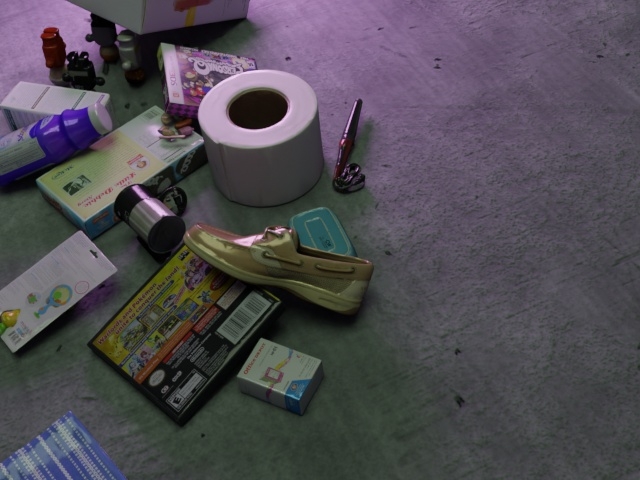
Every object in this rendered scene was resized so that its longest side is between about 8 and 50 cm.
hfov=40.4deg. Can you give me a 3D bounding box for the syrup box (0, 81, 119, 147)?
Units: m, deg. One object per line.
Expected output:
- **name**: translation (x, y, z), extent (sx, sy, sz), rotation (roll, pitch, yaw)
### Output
- **syrup box**: translation (-0.586, -0.281, 1.964), extent (0.237, 0.093, 0.096), rotation (11, 51, 15)

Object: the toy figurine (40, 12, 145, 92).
- **toy figurine**: translation (-0.533, -0.426, 2.060), extent (0.210, 0.148, 0.213), rotation (-32, 51, -28)

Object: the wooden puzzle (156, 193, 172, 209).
- **wooden puzzle**: translation (-0.340, -0.065, 1.806), extent (0.049, 0.006, 0.083), rotation (31, 59, 29)

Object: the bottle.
- **bottle**: translation (-0.582, -0.210, 1.852), extent (0.283, 0.092, 0.118), rotation (-21, 31, 11)

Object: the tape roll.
- **tape roll**: translation (-0.119, -0.213, 1.805), extent (0.246, 0.169, 0.246), rotation (-3, 49, 4)

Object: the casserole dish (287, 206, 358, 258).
- **casserole dish**: translation (0.000, 0.000, 1.695), extent (0.114, 0.037, 0.188), rotation (-18, 51, -9)

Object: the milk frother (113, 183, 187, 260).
- **milk frother**: translation (-0.304, -0.048, 1.707), extent (0.143, 0.129, 0.135), rotation (-38, 52, -17)

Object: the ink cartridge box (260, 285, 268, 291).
- **ink cartridge box**: translation (-0.120, 0.100, 1.611), extent (0.028, 0.048, 0.083), rotation (-38, 57, -25)

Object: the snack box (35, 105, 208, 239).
- **snack box**: translation (-0.416, -0.152, 1.855), extent (0.322, 0.060, 0.187), rotation (-38, 54, -25)

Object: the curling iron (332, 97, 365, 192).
- **curling iron**: translation (0.069, -0.204, 1.867), extent (0.068, 0.035, 0.274), rotation (4, 50, 4)

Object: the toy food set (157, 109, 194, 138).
- **toy food set**: translation (-0.309, -0.246, 1.876), extent (0.078, 0.019, 0.122), rotation (0, 38, 3)

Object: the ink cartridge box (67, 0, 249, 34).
- **ink cartridge box**: translation (-0.390, -0.635, 2.117), extent (0.279, 0.160, 0.385), rotation (28, 31, 26)

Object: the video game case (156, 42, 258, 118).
- **video game case**: translation (-0.242, -0.349, 1.958), extent (0.232, 0.041, 0.210), rotation (5, 47, -23)

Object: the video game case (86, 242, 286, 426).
- **video game case**: translation (-0.240, 0.154, 1.555), extent (0.248, 0.035, 0.275), rotation (32, 71, 29)

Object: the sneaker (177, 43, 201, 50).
- **sneaker**: translation (-0.297, -0.424, 2.079), extent (0.075, 0.063, 0.170), rotation (-37, 55, -25)

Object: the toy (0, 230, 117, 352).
- **toy**: translation (-0.509, 0.102, 1.647), extent (0.237, 0.056, 0.137), rotation (-38, 59, -19)

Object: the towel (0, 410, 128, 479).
- **towel**: translation (-0.469, 0.442, 1.357), extent (0.336, 0.040, 0.243), rotation (-36, 55, -23)

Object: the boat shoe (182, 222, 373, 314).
- **boat shoe**: translation (-0.074, 0.024, 1.563), extent (0.341, 0.110, 0.121), rotation (20, 13, -5)

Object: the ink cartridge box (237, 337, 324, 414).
- **ink cartridge box**: translation (-0.069, 0.231, 1.489), extent (0.123, 0.052, 0.088), rotation (17, 53, 21)
